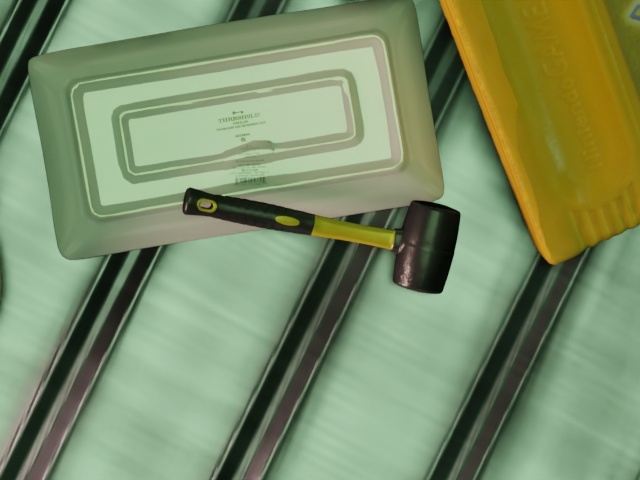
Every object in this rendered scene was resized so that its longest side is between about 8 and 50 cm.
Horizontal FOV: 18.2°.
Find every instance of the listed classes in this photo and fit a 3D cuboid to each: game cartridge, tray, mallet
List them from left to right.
[{"bbox_3d":[-0.056,-0.078,1.360,0.270,0.030,0.145,-10,92,-3],"label":"tray"},{"bbox_3d":[0.000,0.000,1.348,0.189,0.039,0.062,4,97,-10],"label":"mallet"},{"bbox_3d":[0.247,-0.170,1.316,0.323,0.053,0.285,-26,114,-4],"label":"game cartridge"}]

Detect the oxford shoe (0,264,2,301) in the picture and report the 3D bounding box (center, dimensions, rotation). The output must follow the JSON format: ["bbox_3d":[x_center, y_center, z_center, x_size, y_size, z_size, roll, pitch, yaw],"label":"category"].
[{"bbox_3d":[-0.341,-0.120,1.297,0.169,0.130,0.449,-26,90,-1],"label":"oxford shoe"}]
